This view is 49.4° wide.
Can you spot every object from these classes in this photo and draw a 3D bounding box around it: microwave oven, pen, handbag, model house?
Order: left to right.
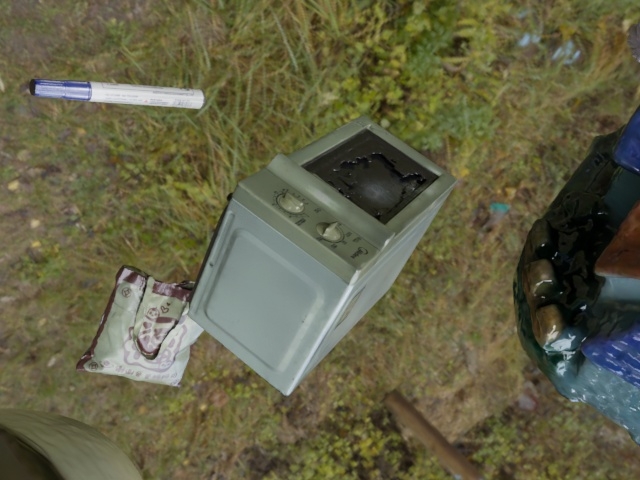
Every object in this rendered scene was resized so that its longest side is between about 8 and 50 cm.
[{"bbox_3d":[-0.230,-0.170,0.808,0.204,0.025,0.025,-4,135,-37],"label":"pen"},{"bbox_3d":[-0.322,0.174,1.319,0.213,0.127,0.235,19,111,-26],"label":"handbag"},{"bbox_3d":[0.000,0.000,1.033,0.355,0.218,0.286,-39,162,-51],"label":"microwave oven"},{"bbox_3d":[0.323,-0.020,0.583,0.295,0.251,0.329,-48,162,-17],"label":"model house"}]

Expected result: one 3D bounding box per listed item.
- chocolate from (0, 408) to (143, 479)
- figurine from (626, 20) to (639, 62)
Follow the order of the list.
[{"bbox_3d":[-0.290,0.312,0.635,0.314,0.326,0.297,-48,158,0],"label":"chocolate"},{"bbox_3d":[0.454,-0.213,0.836,0.175,0.115,0.240,-99,-168,-85],"label":"figurine"}]
